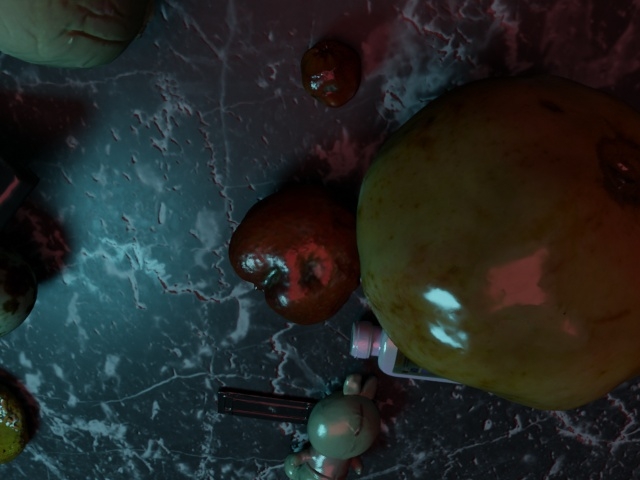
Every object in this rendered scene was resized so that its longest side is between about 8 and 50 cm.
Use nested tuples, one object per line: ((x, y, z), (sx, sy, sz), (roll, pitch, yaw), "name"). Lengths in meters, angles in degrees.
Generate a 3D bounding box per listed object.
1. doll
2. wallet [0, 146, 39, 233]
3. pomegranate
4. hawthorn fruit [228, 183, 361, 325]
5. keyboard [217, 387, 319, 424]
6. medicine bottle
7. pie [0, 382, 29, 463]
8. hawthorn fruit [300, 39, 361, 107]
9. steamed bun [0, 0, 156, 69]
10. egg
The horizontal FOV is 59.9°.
((0.033, 0.374, 1.034), (0.154, 0.113, 0.275), (17, 116, -23), "doll")
((-0.600, 0.017, 0.804), (0.228, 0.062, 0.406), (35, 87, 21), "wallet")
((0.230, -0.003, 0.699), (0.410, 0.412, 0.412), (2, 117, 3), "pomegranate")
((0.000, 0.000, 0.818), (0.243, 0.207, 0.207), (-37, 109, 6), "hawthorn fruit")
((-0.098, 0.324, 1.077), (0.204, 0.013, 0.061), (7, 118, 0), "keyboard")
((0.162, 0.179, 0.951), (0.218, 0.078, 0.115), (6, 118, 0), "medicine bottle")
((-0.706, 0.350, 1.103), (0.273, 0.069, 0.274), (0, 117, -1), "pie")
((0.016, -0.226, 0.764), (0.092, 0.093, 0.093), (2, 117, 3), "hawthorn fruit")
((-0.327, -0.360, 0.589), (0.333, 0.312, 0.233), (39, 105, -17), "steamed bun")
((-0.578, 0.081, 0.905), (0.231, 0.169, 0.169), (-1, 117, 17), "egg")
